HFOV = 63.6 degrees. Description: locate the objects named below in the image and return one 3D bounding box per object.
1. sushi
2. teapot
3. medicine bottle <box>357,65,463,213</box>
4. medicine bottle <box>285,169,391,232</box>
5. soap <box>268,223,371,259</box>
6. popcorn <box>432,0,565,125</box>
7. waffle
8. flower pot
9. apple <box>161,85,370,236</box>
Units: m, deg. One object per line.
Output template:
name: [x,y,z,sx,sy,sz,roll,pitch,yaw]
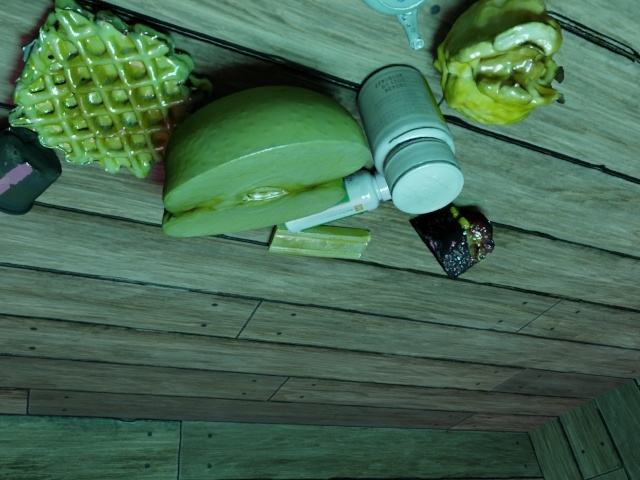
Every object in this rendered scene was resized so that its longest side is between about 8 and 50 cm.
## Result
sushi: [0.344,-0.007,1.279,0.151,0.153,0.172,-36,115,6]
teapot: [0.110,-0.394,0.731,0.159,0.158,0.232,-17,142,10]
medicine bottle: [0.156,-0.181,0.920,0.144,0.257,0.143,-6,143,-4]
medicine bottle: [0.043,-0.093,1.147,0.260,0.095,0.095,-15,142,10]
soap: [0.000,0.001,1.306,0.252,0.037,0.092,5,141,-17]
popcorn: [0.297,-0.303,0.856,0.192,0.189,0.253,18,176,-12]
waffle: [-0.360,-0.245,0.895,0.297,0.073,0.317,24,130,-33]
flower pot: [-0.555,-0.137,0.944,0.107,0.157,0.157,-32,139,6]
apple: [-0.110,-0.112,0.922,0.361,0.311,0.319,-11,121,-16]
